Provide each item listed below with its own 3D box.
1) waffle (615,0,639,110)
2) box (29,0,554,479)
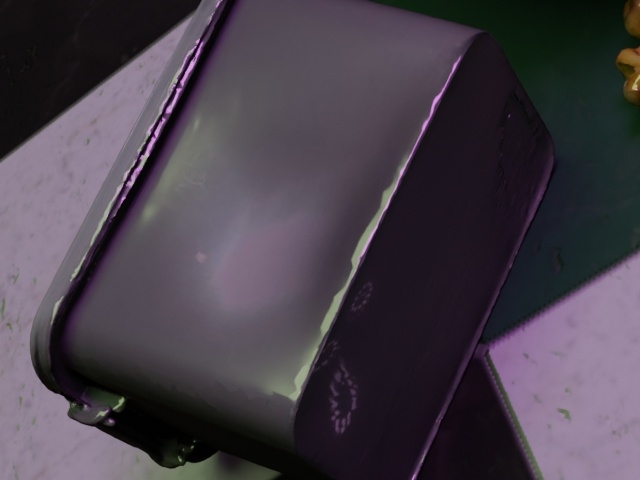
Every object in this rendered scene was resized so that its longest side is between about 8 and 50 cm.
[{"bbox_3d":[0.214,-0.088,0.565,0.191,0.038,0.191,-20,52,27],"label":"waffle"},{"bbox_3d":[0.000,0.000,0.602,0.135,0.163,0.243,16,72,34],"label":"box"}]
